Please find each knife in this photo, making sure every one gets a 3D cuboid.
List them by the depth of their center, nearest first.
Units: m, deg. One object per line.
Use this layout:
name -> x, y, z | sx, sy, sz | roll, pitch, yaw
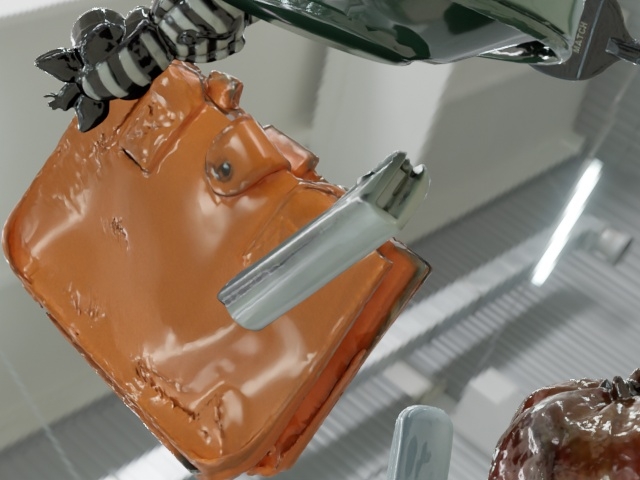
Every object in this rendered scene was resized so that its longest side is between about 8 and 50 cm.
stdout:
knife -> -0.002, 0.002, 0.812 | 0.073, 0.040, 0.265 | -50, 6, -26

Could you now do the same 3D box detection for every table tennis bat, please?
table tennis bat -> 0.340, -0.253, 1.555 | 0.027, 0.236, 0.150 | -51, -21, -44

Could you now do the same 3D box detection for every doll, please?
doll -> -0.136, -0.171, 1.050 | 0.219, 0.067, 0.091 | -27, -45, 5

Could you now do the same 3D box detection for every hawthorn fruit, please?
hawthorn fruit -> 0.231, 0.224, 0.871 | 0.242, 0.242, 0.271 | -11, -84, -56

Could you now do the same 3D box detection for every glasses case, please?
glasses case -> 0.113, 0.284, 1.481 | 0.045, 0.067, 0.178 | 171, 109, -73

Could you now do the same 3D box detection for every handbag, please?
handbag -> -0.119, 0.013, 1.232 | 0.116, 0.410, 0.303 | 11, -64, -56

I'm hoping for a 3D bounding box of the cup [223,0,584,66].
cup -> 0.016, -0.299, 0.611 | 0.401, 0.310, 0.392 | -1, -72, -74
